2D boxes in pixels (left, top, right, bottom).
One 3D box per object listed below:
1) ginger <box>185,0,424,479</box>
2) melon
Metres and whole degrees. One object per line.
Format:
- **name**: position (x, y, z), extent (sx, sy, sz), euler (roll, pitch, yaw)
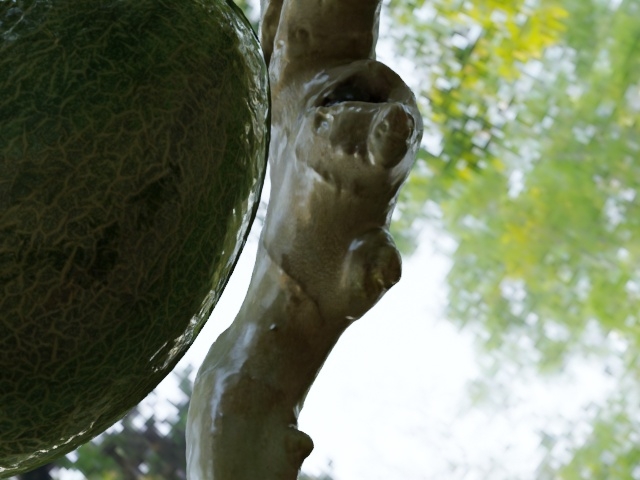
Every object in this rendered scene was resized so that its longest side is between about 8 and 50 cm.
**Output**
- **ginger**: position (0.000, 0.000, 0.677), extent (0.075, 0.089, 0.288), euler (5, -91, -44)
- **melon**: position (-0.097, -0.005, 0.562), extent (0.192, 0.139, 0.139), euler (-49, -46, -2)
